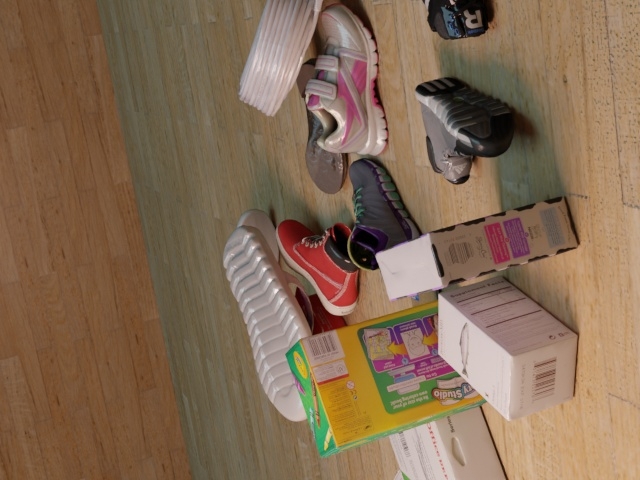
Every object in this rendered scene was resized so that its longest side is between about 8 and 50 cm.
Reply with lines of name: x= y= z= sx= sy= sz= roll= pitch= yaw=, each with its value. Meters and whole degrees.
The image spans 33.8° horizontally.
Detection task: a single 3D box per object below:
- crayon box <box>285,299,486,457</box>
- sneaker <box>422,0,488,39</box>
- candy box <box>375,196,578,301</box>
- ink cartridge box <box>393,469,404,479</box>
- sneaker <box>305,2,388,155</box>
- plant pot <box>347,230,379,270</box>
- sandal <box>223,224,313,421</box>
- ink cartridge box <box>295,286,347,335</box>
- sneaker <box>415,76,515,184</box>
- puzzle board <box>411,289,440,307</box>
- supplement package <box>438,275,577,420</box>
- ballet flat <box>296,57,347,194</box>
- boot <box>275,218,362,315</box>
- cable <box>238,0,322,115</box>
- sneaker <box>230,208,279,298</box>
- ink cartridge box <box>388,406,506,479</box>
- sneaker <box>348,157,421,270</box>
crayon box: x=0.108 y=0.196 z=1.552 sx=0.081 sy=0.278 sz=0.165 roll=127 pitch=126 yaw=-63
sneaker: x=0.188 y=-0.320 z=1.311 sx=0.217 sy=0.079 sz=0.121 roll=140 pitch=111 yaw=-76
candy box: x=0.194 y=0.012 z=1.326 sx=0.165 sy=0.196 sz=0.070 roll=154 pitch=100 yaw=-69
ink cartridge box: x=0.178 y=0.470 z=1.871 sx=0.122 sy=0.052 sz=0.089 roll=63 pitch=155 yaw=28
sneaker: x=0.030 y=-0.253 z=1.695 sx=0.103 sy=0.111 sz=0.252 roll=-174 pitch=71 yaw=-68
plant pot: x=0.081 y=0.012 z=1.801 sx=0.079 sy=0.083 sz=0.083 roll=160 pitch=96 yaw=-81
sandal: x=-0.069 y=0.143 z=2.024 sx=0.169 sy=0.102 sz=0.416 roll=-48 pitch=54 yaw=42
ink cartridge box: x=-0.001 y=0.202 z=2.117 sx=0.231 sy=0.078 sz=0.134 roll=98 pitch=150 yaw=-44
sneaker: x=0.198 y=-0.125 z=1.410 sx=0.229 sy=0.086 sz=0.132 roll=-120 pitch=19 yaw=-59
puzzle board: x=0.174 y=0.110 z=1.705 sx=0.096 sy=0.011 sz=0.128 roll=-163 pitch=62 yaw=-68
supplement package: x=0.245 y=0.140 z=1.407 sx=0.179 sy=0.105 sz=0.105 roll=-137 pitch=37 yaw=-55
ballet flat: x=0.008 y=-0.204 z=1.876 sx=0.084 sy=0.058 sz=0.250 roll=2 pitch=116 yaw=30
boot: x=0.000 y=0.000 z=1.982 sx=0.244 sy=0.088 sz=0.176 roll=49 pitch=147 yaw=36
cable: x=-0.068 y=-0.339 z=1.771 sx=0.257 sy=0.089 sz=0.257 roll=-141 pitch=70 yaw=-82
sneaker: x=-0.166 y=0.047 z=2.402 sx=0.169 sy=0.108 sz=0.293 roll=35 pitch=137 yaw=55
ink cartridge box: x=0.198 y=0.344 z=1.687 sx=0.208 sy=0.086 sz=0.153 roll=132 pitch=122 yaw=-67
sneaker: x=0.079 y=-0.048 z=1.721 sx=0.083 sy=0.098 sz=0.224 roll=99 pitch=149 yaw=-46
